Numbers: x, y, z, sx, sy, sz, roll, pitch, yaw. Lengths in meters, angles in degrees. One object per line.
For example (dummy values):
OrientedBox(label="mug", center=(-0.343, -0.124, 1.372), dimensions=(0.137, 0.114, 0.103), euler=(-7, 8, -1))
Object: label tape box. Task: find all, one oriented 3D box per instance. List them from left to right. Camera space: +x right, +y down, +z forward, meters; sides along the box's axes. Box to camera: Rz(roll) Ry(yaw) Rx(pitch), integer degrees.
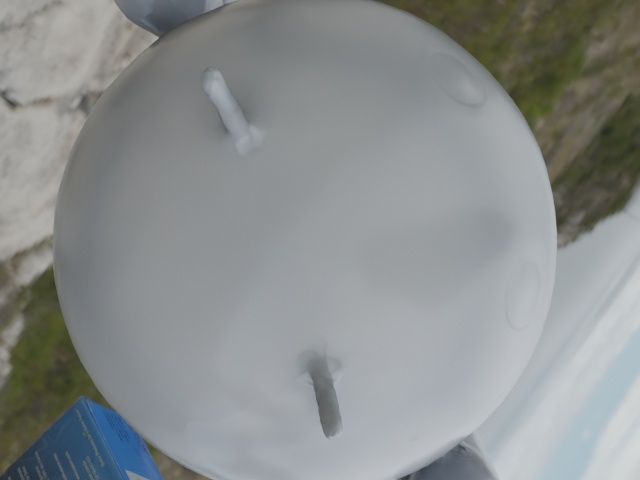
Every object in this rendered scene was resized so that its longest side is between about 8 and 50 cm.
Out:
OrientedBox(label="label tape box", center=(-0.322, 0.386, 1.525), dimensions=(0.333, 0.241, 0.106), euler=(-43, 139, 7))

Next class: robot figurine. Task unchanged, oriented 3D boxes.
OrientedBox(label="robot figurine", center=(0.000, 0.000, 0.591), dimensions=(0.199, 0.300, 0.353), euler=(-32, 178, 5))

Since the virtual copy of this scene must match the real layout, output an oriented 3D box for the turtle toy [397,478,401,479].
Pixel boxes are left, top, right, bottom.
OrientedBox(label="turtle toy", center=(0.037, 0.158, 0.856), dimensions=(0.066, 0.130, 0.095), euler=(97, 15, -46))
